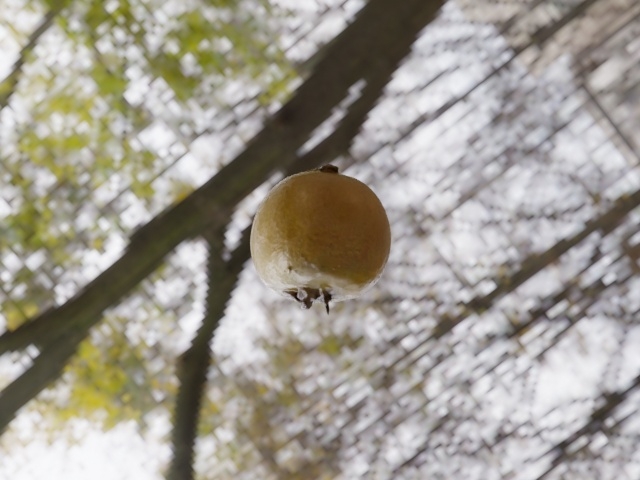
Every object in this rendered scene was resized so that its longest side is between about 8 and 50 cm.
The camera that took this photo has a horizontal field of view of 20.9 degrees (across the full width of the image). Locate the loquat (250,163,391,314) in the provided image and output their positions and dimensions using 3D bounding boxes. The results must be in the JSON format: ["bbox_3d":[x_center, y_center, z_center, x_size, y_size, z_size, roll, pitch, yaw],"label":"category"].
[{"bbox_3d":[0.000,0.000,1.842,0.163,0.137,0.163,6,-102,-30],"label":"loquat"}]
